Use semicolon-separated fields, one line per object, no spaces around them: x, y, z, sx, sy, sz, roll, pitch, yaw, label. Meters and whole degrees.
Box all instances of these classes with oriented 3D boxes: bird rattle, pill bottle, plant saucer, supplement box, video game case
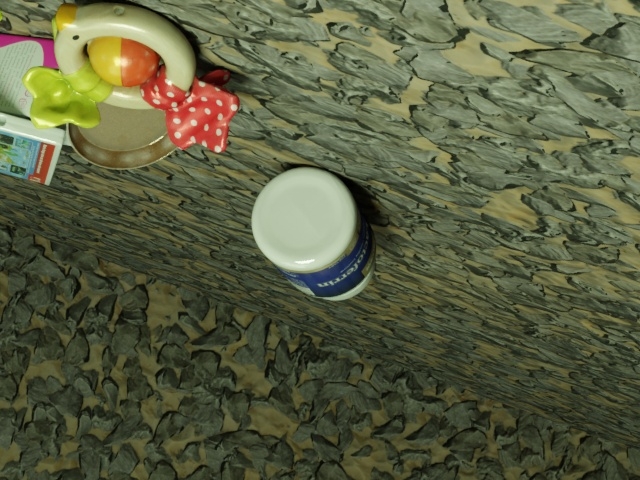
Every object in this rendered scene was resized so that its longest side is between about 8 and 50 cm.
-0.220;-0.192;1.586;0.253;0.143;0.207;15;152;6;bird rattle
0.000;0.000;2.020;0.153;0.153;0.265;16;169;16;pill bottle
-0.247;-0.163;1.764;0.168;0.168;0.029;30;-152;-42;plant saucer
-0.397;-0.204;1.830;0.220;0.111;0.114;12;166;36;supplement box
-0.487;-0.145;1.797;0.285;0.025;0.204;16;163;-12;video game case

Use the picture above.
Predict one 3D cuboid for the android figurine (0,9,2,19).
-0.502;-0.325;1.593;0.273;0.056;0.248;29;165;-33;android figurine
